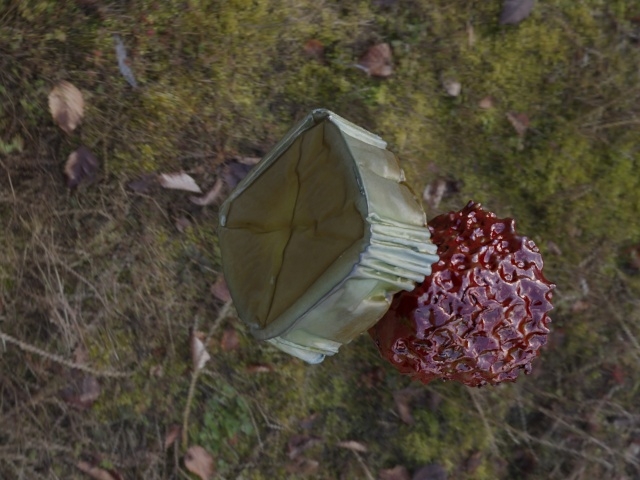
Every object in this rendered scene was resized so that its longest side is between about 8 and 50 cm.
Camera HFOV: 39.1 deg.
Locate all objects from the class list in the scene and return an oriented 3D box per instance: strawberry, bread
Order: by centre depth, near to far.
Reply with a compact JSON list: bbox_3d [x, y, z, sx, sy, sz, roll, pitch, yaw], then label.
[{"bbox_3d":[0.002,-0.001,0.883,0.109,0.192,0.210,14,133,-40],"label":"bread"},{"bbox_3d":[0.134,0.066,1.037,0.178,0.233,0.234,-4,105,-51],"label":"strawberry"}]
